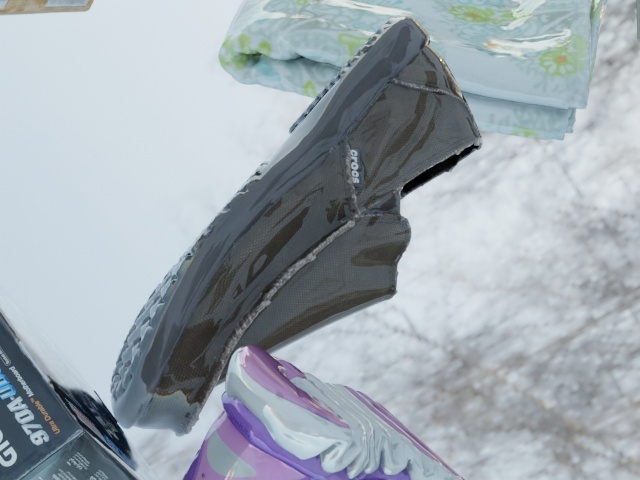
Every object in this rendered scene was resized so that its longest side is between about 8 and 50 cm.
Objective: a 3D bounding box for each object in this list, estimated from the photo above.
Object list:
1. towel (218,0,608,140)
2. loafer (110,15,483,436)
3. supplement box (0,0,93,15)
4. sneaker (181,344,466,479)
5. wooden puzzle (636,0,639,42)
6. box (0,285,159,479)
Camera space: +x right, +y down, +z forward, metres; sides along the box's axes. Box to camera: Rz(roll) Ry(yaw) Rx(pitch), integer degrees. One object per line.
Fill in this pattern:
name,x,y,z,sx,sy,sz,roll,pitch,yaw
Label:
towel,0.110,-0.235,1.799,0.375,0.090,0.320,11,-148,6
loafer,0.000,0.000,1.156,0.130,0.134,0.366,40,-115,-3
supplement box,-0.215,-0.203,1.180,0.078,0.080,0.233,31,-168,6
sneaker,0.000,0.137,0.955,0.095,0.104,0.236,36,-176,35
wooden puzzle,0.265,-0.170,1.341,0.014,0.116,0.078,-17,-131,-7
box,-0.149,0.091,0.903,0.051,0.220,0.175,-38,-119,-6
